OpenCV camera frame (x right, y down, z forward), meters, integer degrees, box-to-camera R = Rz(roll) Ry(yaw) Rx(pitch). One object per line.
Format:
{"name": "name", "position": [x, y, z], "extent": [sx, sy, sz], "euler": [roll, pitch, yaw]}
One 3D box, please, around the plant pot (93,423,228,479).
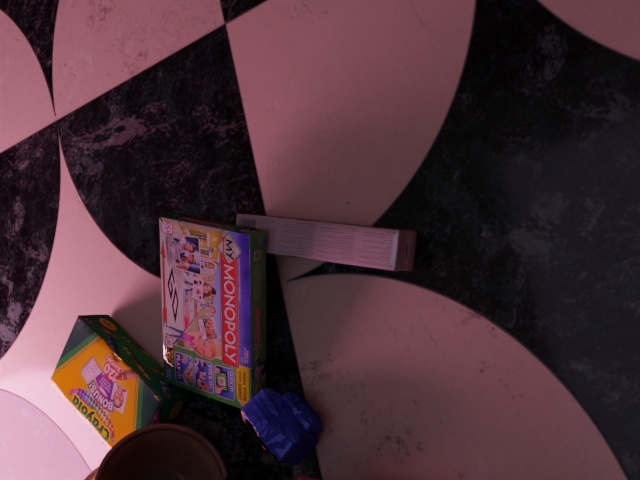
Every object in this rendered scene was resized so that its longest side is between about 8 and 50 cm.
{"name": "plant pot", "position": [-0.285, 0.452, 1.433], "extent": [0.110, 0.237, 0.237], "euler": [123, 131, -67]}

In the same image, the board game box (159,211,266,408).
{"name": "board game box", "position": [-0.189, 0.122, 1.409], "extent": [0.214, 0.046, 0.317], "euler": [11, 107, 35]}

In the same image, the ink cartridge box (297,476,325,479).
{"name": "ink cartridge box", "position": [0.090, 0.465, 1.130], "extent": [0.283, 0.117, 0.207], "euler": [7, 92, 4]}

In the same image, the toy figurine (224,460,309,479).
{"name": "toy figurine", "position": [-0.117, 0.465, 1.287], "extent": [0.213, 0.209, 0.148], "euler": [4, 97, 30]}

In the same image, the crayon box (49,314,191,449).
{"name": "crayon box", "position": [-0.394, 0.287, 1.558], "extent": [0.278, 0.081, 0.165], "euler": [35, 107, 30]}

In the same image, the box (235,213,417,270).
{"name": "box", "position": [0.000, 0.000, 1.319], "extent": [0.324, 0.063, 0.067], "euler": [6, 92, 34]}

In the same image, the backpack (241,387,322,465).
{"name": "backpack", "position": [-0.064, 0.298, 1.331], "extent": [0.101, 0.098, 0.120], "euler": [-44, 62, -8]}

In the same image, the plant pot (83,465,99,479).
{"name": "plant pot", "position": [-0.419, 0.525, 1.529], "extent": [0.236, 0.032, 0.236], "euler": [-24, 47, 28]}
